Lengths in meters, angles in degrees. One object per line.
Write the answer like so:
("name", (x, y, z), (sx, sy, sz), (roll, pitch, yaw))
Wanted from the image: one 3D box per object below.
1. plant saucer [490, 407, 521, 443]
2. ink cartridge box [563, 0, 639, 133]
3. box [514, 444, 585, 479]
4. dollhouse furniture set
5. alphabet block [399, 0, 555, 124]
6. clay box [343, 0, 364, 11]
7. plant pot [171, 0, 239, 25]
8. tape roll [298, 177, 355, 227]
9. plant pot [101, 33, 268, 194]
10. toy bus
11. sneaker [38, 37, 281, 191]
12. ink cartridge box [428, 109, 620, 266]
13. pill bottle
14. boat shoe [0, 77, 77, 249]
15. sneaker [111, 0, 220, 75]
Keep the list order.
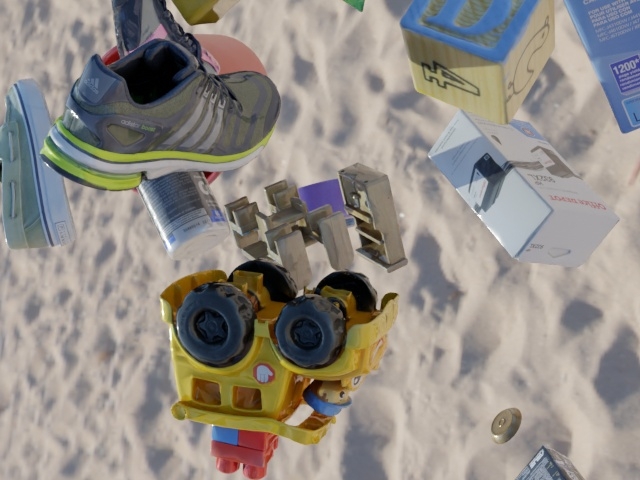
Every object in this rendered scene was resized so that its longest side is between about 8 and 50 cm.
("plant saucer", (0.370, 0.370, 1.997), (0.083, 0.015, 0.083), (-45, 21, 23))
("ink cartridge box", (0.457, -0.364, 1.315), (0.270, 0.395, 0.151), (-22, 40, 20))
("box", (0.385, 0.564, 1.811), (0.307, 0.076, 0.242), (-54, 21, 11))
("dollhouse furniture set", (0.000, 0.000, 1.595), (0.212, 0.242, 0.161), (32, 141, 57))
("alphabet block", (0.267, -0.343, 1.656), (0.193, 0.197, 0.192), (28, 76, 23))
("clay box", (0.014, -0.439, 1.388), (0.053, 0.127, 0.222), (-5, 76, 37))
("plant pot", (-0.155, -0.453, 1.422), (0.187, 0.212, 0.212), (-33, 9, 12))
("tape roll", (0.017, -0.067, 2.004), (0.189, 0.189, 0.080), (-21, 80, 50))
("plant pot", (-0.219, -0.231, 1.676), (0.275, 0.243, 0.275), (9, 114, 20))
("toy bus", (-0.040, 0.136, 0.986), (0.220, 0.149, 0.211), (5, 101, 18))
("sneaker", (-0.132, -0.135, 0.976), (0.111, 0.300, 0.121), (40, 124, 17))
("ink cartridge box", (0.388, -0.103, 1.904), (0.129, 0.223, 0.307), (-57, 48, 28))
("pill bottle", (-0.166, -0.054, 1.142), (0.078, 0.078, 0.137), (-39, 73, 42))
("boat shoe", (-0.413, -0.114, 1.379), (0.109, 0.094, 0.302), (96, 157, -49))
("sneaker", (-0.206, -0.266, 1.336), (0.319, 0.131, 0.112), (86, 174, -46))
